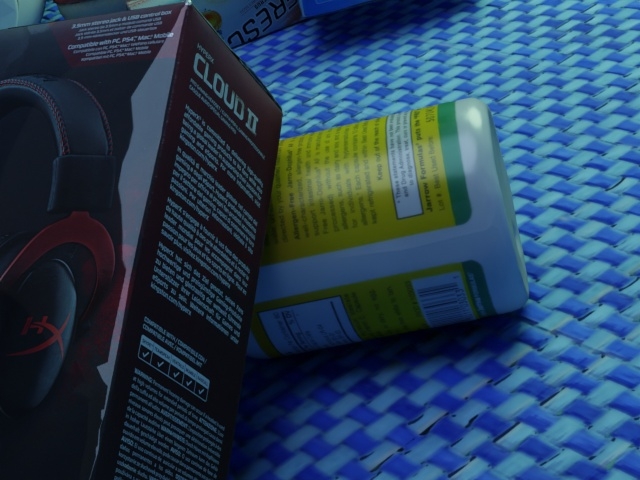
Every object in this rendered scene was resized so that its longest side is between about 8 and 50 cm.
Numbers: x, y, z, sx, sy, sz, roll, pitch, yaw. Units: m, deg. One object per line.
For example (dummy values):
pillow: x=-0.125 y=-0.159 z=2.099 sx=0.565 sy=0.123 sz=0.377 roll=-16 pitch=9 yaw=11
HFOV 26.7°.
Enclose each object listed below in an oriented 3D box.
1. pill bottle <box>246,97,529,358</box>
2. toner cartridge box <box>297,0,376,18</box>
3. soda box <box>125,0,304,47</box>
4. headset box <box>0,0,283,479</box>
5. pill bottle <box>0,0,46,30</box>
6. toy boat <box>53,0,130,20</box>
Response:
pill bottle: x=0.000 y=0.000 z=0.735 sx=0.208 sy=0.117 sz=0.117 roll=-12 pitch=29 yaw=11
toner cartridge box: x=0.019 y=-0.347 z=1.217 sx=0.165 sy=0.075 sz=0.348 roll=-16 pitch=47 yaw=-2
soda box: x=-0.077 y=-0.214 z=1.216 sx=0.183 sy=0.058 sz=0.063 roll=-23 pitch=29 yaw=-9
headset box: x=-0.149 y=0.021 z=0.650 sx=0.218 sy=0.110 sz=0.293 roll=-3 pitch=64 yaw=24
pill bottle: x=-0.370 y=-0.276 z=1.360 sx=0.181 sy=0.181 sz=0.323 roll=-20 pitch=28 yaw=-4
toy boat: x=-0.157 y=-0.300 z=1.303 sx=0.231 sy=0.151 sz=0.151 roll=-9 pitch=21 yaw=16
